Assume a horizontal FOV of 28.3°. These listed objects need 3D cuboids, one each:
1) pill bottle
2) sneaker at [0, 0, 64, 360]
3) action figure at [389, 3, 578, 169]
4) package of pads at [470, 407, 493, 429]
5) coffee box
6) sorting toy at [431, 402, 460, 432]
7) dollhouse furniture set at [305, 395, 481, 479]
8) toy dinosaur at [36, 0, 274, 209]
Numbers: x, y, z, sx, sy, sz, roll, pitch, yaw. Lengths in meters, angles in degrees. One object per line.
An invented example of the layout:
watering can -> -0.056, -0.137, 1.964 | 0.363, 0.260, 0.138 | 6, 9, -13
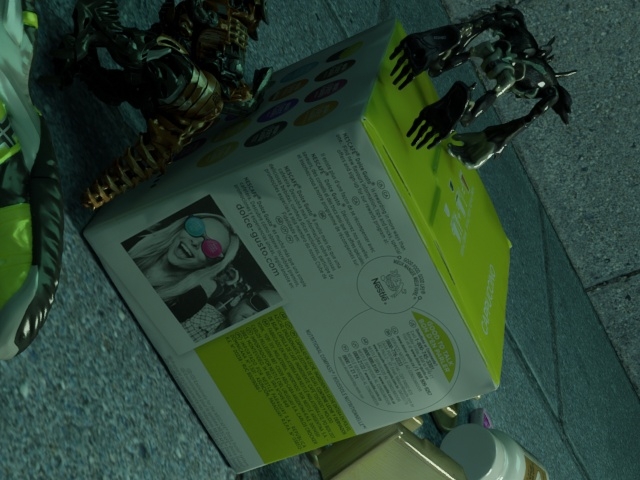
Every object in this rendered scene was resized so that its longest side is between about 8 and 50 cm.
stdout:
pill bottle -> 0.287, 0.385, 2.114 | 0.229, 0.131, 0.131 | 41, 33, -52
sneaker -> -0.314, -0.083, 1.065 | 0.147, 0.145, 0.385 | -1, 71, -37
action figure -> 0.172, -0.174, 1.386 | 0.275, 0.141, 0.164 | -14, 78, -53
package of pads -> 0.294, 0.350, 2.318 | 0.050, 0.032, 0.083 | 61, 21, -25
coffee box -> 0.000, 0.000, 1.449 | 0.338, 0.334, 0.338 | 61, 21, -20
sorting toy -> 0.203, 0.172, 2.248 | 0.229, 0.041, 0.307 | 63, 20, -16
dollhouse furniture set -> 0.068, 0.208, 1.540 | 0.161, 0.212, 0.242 | 41, 18, -36
toy dinosaur -> -0.166, -0.180, 1.343 | 0.218, 0.164, 0.322 | 31, 41, -11
